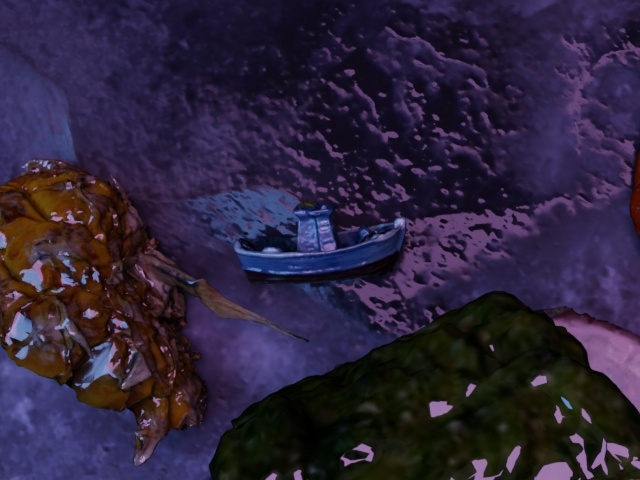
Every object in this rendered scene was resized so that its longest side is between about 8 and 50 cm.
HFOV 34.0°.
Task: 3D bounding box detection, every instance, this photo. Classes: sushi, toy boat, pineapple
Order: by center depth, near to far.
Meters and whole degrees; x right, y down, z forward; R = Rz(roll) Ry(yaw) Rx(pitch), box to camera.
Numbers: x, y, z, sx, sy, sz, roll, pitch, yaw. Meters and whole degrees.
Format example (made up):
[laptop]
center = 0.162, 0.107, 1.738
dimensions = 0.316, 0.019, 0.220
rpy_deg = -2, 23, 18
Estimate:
[sushi]
center = 0.087, 0.188, 0.556
dimensions = 0.178, 0.352, 0.294
rpy_deg = -26, 78, -1
[pineapple]
center = -0.193, 0.024, 0.800
dimensions = 0.334, 0.161, 0.158
rpy_deg = 39, 84, 13
[toy boat]
center = 0.000, 0.000, 0.831
dimensions = 0.137, 0.060, 0.060
rpy_deg = -2, 102, 9

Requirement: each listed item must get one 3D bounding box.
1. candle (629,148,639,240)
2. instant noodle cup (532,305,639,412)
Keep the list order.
[candle]
center = 0.270, -0.068, 0.822
dimensions = 0.053, 0.048, 0.162
rpy_deg = -1, 81, 23
[instant noodle cup]
center = 0.167, 0.190, 0.769
dimensions = 0.274, 0.091, 0.274
rpy_deg = -1, 80, 6
